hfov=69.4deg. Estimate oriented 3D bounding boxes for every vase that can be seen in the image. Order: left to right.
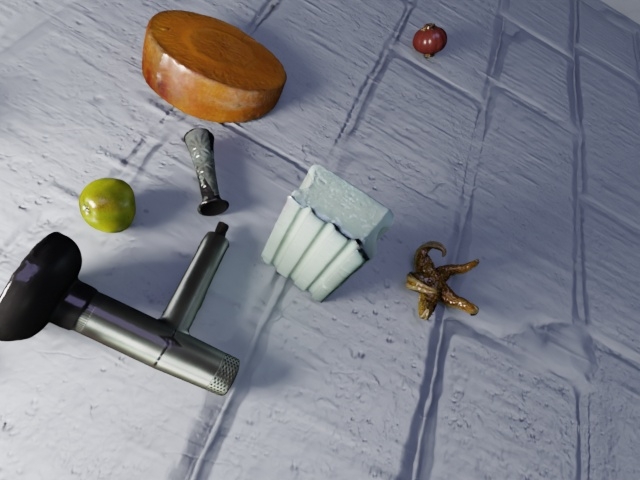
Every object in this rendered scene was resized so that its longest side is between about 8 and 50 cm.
[{"bbox_3d":[-0.213,-0.127,0.859,0.059,0.059,0.166,-4,62,-26],"label":"vase"}]

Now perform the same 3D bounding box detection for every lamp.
[{"bbox_3d":[0.321,-0.589,1.359,0.101,0.090,0.101,-5,34,3],"label":"lamp"}]

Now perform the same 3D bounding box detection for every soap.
[{"bbox_3d":[0.000,0.000,0.756,0.150,0.261,0.094,37,62,-1],"label":"soap"}]

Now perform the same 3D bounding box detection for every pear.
[{"bbox_3d":[-0.344,-0.058,0.741,0.092,0.097,0.092,0,83,2],"label":"pear"}]

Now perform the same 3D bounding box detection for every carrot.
[{"bbox_3d":[-0.219,-0.372,0.995,0.308,0.100,0.258,3,58,-31],"label":"carrot"}]

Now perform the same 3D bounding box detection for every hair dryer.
[{"bbox_3d":[-0.271,0.073,0.714,0.321,0.155,0.284,25,32,-23],"label":"hair dryer"}]

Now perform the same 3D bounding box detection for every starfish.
[{"bbox_3d":[0.240,0.094,0.913,0.147,0.074,0.189,31,53,-2],"label":"starfish"}]
